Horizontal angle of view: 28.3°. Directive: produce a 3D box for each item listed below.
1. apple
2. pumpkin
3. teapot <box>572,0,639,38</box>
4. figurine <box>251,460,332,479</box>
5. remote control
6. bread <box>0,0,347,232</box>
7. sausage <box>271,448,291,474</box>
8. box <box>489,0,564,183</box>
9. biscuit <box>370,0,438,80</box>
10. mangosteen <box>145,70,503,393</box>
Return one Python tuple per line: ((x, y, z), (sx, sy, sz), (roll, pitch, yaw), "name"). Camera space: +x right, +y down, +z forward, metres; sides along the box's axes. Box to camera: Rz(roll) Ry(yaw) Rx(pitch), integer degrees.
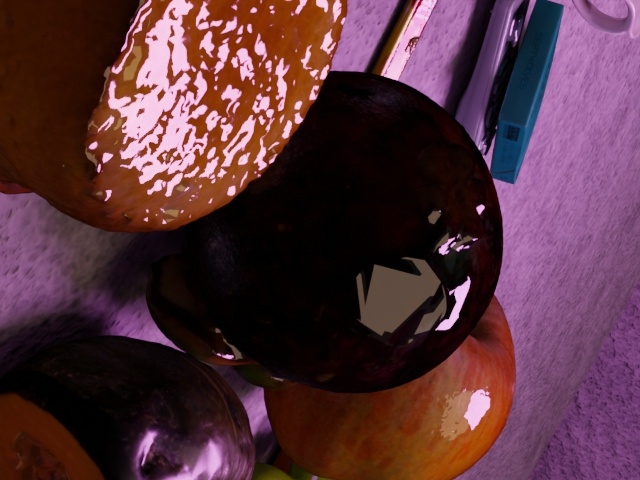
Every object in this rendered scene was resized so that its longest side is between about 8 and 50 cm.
((0.069, 0.152, 1.445), (0.301, 0.301, 0.301), (-44, 156, -26), "apple")
((-0.154, 0.220, 1.126), (0.232, 0.242, 0.325), (-25, 148, -38), "pumpkin")
((0.326, -0.359, 1.437), (0.204, 0.139, 0.298), (-50, 157, -21), "teapot")
((-0.048, 0.339, 1.623), (0.263, 0.143, 0.162), (-40, 146, -22), "figurine")
((0.199, -0.183, 1.535), (0.103, 0.051, 0.293), (-53, 162, -49), "remote control")
((-0.108, -0.147, 0.789), (0.312, 0.172, 0.312), (-43, 152, -29), "bread")
((-0.026, 0.305, 1.734), (0.234, 0.071, 0.071), (-60, 158, 11), "sausage")
((0.253, -0.179, 1.568), (0.226, 0.042, 0.161), (72, 37, -74), "box")
((0.088, -0.217, 1.296), (0.048, 0.026, 0.292), (7, 116, -44), "biscuit")
((0.012, 0.001, 1.119), (0.311, 0.311, 0.311), (-44, 156, -26), "mangosteen")
